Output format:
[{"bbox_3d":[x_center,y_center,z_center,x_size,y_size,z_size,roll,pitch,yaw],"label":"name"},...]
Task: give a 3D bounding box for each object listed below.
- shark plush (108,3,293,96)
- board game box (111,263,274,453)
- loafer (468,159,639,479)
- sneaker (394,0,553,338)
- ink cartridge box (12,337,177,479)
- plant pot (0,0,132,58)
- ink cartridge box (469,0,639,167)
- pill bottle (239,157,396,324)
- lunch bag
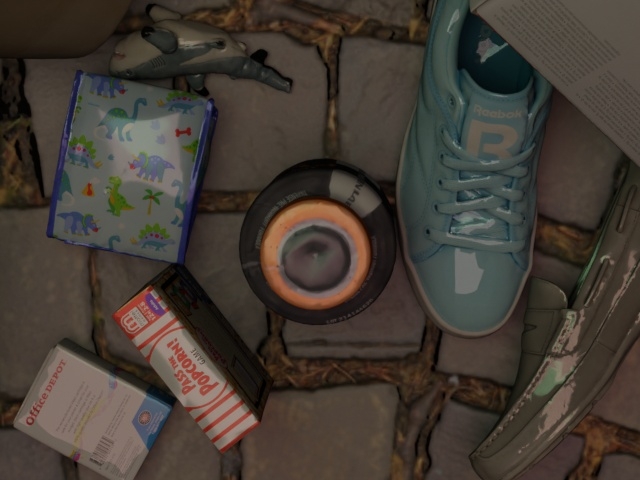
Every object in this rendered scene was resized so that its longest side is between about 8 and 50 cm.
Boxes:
[{"bbox_3d":[-0.107,-0.163,1.481,0.161,0.073,0.067,8,116,-19],"label":"shark plush"},{"bbox_3d":[-0.105,0.095,1.420,0.045,0.193,0.147,-38,93,5],"label":"board game box"},{"bbox_3d":[0.225,0.074,1.455,0.111,0.112,0.319,37,88,3],"label":"loafer"},{"bbox_3d":[0.133,-0.089,1.416,0.135,0.150,0.366,1,96,3],"label":"sneaker"},{"bbox_3d":[-0.206,0.157,1.499,0.122,0.052,0.089,29,95,-2],"label":"ink cartridge box"},{"bbox_3d":[-0.296,-0.276,1.331,0.280,0.323,0.323,14,97,-32],"label":"plant pot"},{"bbox_3d":[0.256,-0.213,1.323,0.130,0.272,0.309,-31,128,30],"label":"ink cartridge box"},{"bbox_3d":[0.000,0.000,1.381,0.130,0.246,0.131,0,95,1],"label":"pill bottle"},{"bbox_3d":[-0.167,-0.062,1.456,0.128,0.096,0.151,11,86,0],"label":"lunch bag"}]
